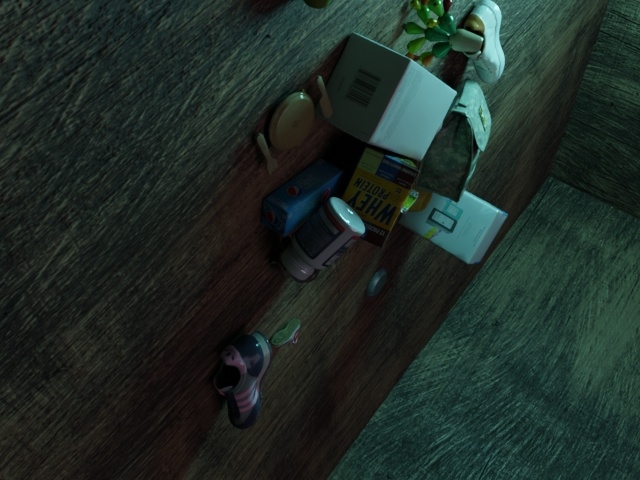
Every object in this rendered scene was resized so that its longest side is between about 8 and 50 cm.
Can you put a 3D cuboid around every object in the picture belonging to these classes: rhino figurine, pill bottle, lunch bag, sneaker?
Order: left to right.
[{"bbox_3d":[-0.215,0.361,1.822,0.131,0.112,0.319,-17,133,-36],"label":"sneaker"},{"bbox_3d":[-0.096,0.271,2.015,0.118,0.042,0.067,-40,149,-44],"label":"sneaker"},{"bbox_3d":[-0.057,0.044,1.764,0.106,0.073,0.243,-62,157,0],"label":"rhino figurine"},{"bbox_3d":[0.000,0.000,1.618,0.180,0.108,0.108,-43,164,20],"label":"pill bottle"},{"bbox_3d":[0.396,-0.300,2.127,0.235,0.169,0.287,-61,167,-51],"label":"lunch bag"},{"bbox_3d":[0.442,-0.534,2.078,0.123,0.106,0.290,-46,147,-14],"label":"sneaker"}]

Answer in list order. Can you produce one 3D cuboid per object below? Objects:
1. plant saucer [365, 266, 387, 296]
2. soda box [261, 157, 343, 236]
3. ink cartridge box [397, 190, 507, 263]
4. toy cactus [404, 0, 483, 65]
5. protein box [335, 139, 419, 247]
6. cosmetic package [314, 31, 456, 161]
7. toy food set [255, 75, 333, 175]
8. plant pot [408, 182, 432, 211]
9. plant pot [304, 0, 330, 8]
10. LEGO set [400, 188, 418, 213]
[{"bbox_3d":[0.196,0.147,2.522,0.119,0.021,0.119,-46,156,-28],"label":"plant saucer"},{"bbox_3d":[-0.038,-0.098,1.622,0.210,0.067,0.071,-40,152,-40],"label":"soda box"},{"bbox_3d":[0.435,-0.072,2.419,0.197,0.270,0.198,-62,159,10],"label":"ink cartridge box"},{"bbox_3d":[0.284,-0.476,1.702,0.219,0.181,0.112,96,12,-57],"label":"toy cactus"},{"bbox_3d":[0.119,-0.120,1.739,0.201,0.136,0.199,-92,-154,-74],"label":"protein box"},{"bbox_3d":[0.158,-0.309,1.655,0.197,0.155,0.365,-63,159,10],"label":"cosmetic package"},{"bbox_3d":[-0.061,-0.234,1.448,0.192,0.038,0.132,-46,149,-17],"label":"toy food set"},{"bbox_3d":[0.280,-0.139,2.229,0.134,0.095,0.134,-46,155,-29],"label":"plant pot"},{"bbox_3d":[-0.001,-0.441,1.253,0.083,0.083,0.079,-44,166,-33],"label":"plant pot"},{"bbox_3d":[0.237,-0.182,2.060,0.287,0.107,0.132,-57,159,-4],"label":"LEGO set"}]
